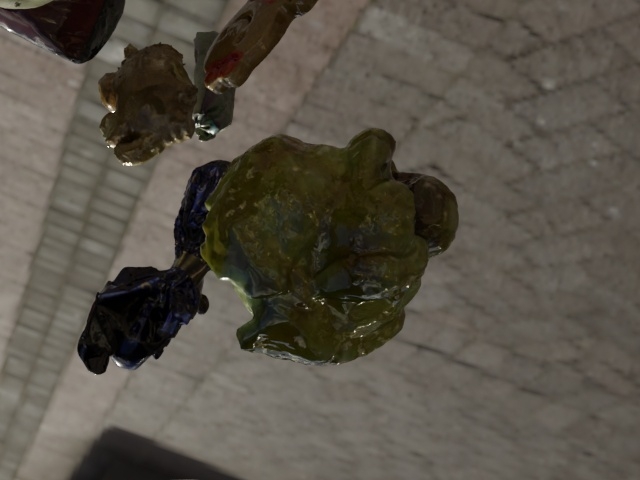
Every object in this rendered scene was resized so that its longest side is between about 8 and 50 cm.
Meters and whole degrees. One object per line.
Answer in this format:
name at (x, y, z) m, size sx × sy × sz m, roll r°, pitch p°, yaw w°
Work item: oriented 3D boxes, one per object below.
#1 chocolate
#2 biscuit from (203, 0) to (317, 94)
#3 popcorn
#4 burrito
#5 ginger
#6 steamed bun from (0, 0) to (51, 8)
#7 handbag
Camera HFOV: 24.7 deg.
chocolate at (-0.183, 0.050, 1.857) m, size 0.126 × 0.343 × 0.148 m, roll 7°, pitch 136°, yaw 33°
biscuit at (-0.057, -0.255, 1.596) m, size 0.036 × 0.225 × 0.166 m, roll 41°, pitch 177°, yaw -25°
popcorn at (0.003, -0.006, 1.580) m, size 0.276 × 0.226 × 0.276 m, roll 0°, pitch 136°, yaw 0°
burrito at (-0.175, -0.254, 2.400) m, size 0.066 × 0.309 × 0.096 m, roll -21°, pitch 122°, yaw 12°
ginger at (-0.252, -0.210, 2.141) m, size 0.157 × 0.216 × 0.102 m, roll -33°, pitch 143°, yaw 16°
steamed bun at (-0.342, -0.360, 1.352) m, size 0.247 × 0.339 × 0.352 m, roll -32°, pitch 158°, yaw 28°
handbag at (-0.358, -0.351, 1.826) m, size 0.254 × 0.181 × 0.181 m, roll 27°, pitch -170°, yaw -6°
